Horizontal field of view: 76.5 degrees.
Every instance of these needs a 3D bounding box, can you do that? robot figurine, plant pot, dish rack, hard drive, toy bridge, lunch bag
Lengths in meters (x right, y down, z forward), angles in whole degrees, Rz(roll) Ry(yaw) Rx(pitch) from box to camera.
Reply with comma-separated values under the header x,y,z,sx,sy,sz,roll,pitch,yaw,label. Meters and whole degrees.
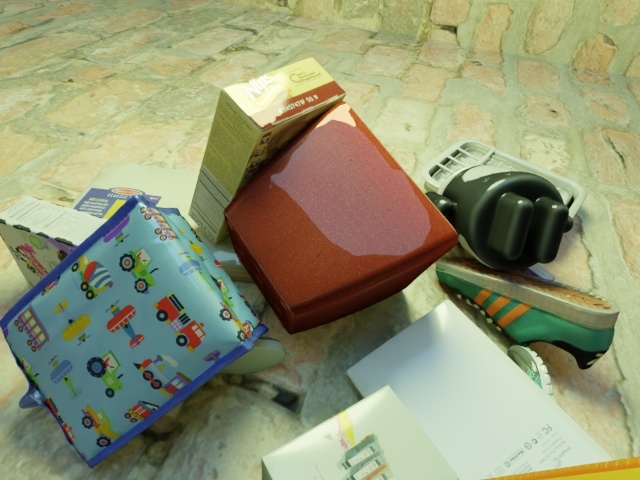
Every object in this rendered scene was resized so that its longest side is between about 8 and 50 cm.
x,y,z,sx,sy,sz,roll,pitch,yaw,label
0.317,-0.051,0.738,0.209,0.174,0.278,45,9,-14,robot figurine
0.000,0.000,0.649,0.236,0.267,0.267,-32,75,-16,plant pot
0.431,-0.117,0.981,0.333,0.072,0.286,33,48,26,dish rack
0.205,0.247,0.550,0.203,0.040,0.307,-32,52,-13,hard drive
0.284,0.024,0.844,0.189,0.026,0.063,3,43,-5,toy bridge
-0.255,0.124,0.512,0.293,0.138,0.220,-37,86,-1,lunch bag

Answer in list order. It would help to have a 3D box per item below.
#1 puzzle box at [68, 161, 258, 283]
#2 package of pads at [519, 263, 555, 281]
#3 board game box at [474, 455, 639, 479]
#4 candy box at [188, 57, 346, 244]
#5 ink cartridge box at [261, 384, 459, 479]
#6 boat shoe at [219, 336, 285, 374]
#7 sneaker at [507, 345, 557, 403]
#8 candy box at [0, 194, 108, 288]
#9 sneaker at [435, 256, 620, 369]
x,y,z,sx,sy,sz,roll,pitch,yaw,label
-0.297,-0.050,0.840,0.410,0.052,0.271,7,44,1,puzzle box
0.409,0.066,0.796,0.032,0.050,0.083,-21,49,-26,package of pads
0.244,0.362,0.162,0.356,0.356,0.356,39,48,1,board game box
-0.104,-0.135,0.683,0.087,0.316,0.183,48,53,7,candy box
0.038,0.282,0.465,0.176,0.128,0.127,-18,48,-25,ink cartridge box
-0.164,0.156,0.615,0.220,0.077,0.070,0,44,-4,boat shoe
0.300,0.229,0.603,0.076,0.064,0.166,1,41,1,sneaker
-0.393,0.032,0.658,0.197,0.164,0.070,15,43,10,candy box
0.323,0.115,0.700,0.108,0.120,0.302,-9,21,-37,sneaker
